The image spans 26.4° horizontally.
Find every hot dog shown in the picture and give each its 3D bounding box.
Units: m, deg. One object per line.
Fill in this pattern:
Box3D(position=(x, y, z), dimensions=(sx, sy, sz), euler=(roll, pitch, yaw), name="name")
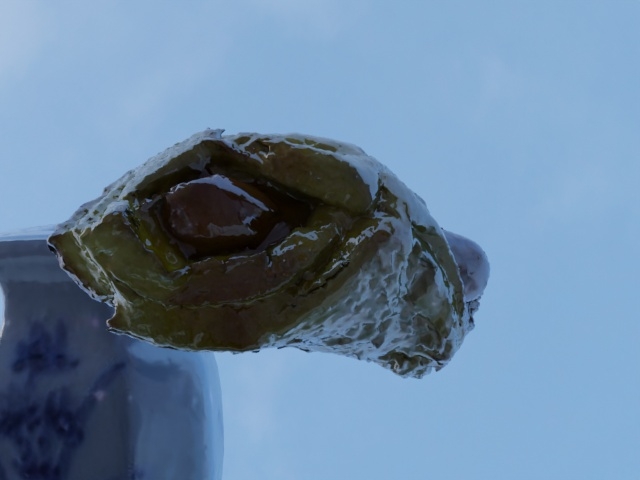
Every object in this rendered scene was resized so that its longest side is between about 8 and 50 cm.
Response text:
Box3D(position=(0.001, 0.000, 0.425), dimensions=(0.169, 0.078, 0.061), euler=(9, -31, -41), name="hot dog")

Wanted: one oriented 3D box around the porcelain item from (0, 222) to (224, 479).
Box3D(position=(-0.209, 0.188, 1.271), dimensions=(0.242, 0.178, 0.405), euler=(-2, -85, 22), name="porcelain item")
